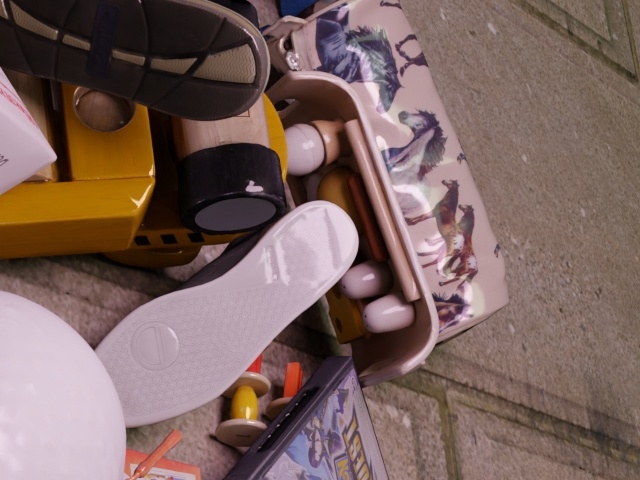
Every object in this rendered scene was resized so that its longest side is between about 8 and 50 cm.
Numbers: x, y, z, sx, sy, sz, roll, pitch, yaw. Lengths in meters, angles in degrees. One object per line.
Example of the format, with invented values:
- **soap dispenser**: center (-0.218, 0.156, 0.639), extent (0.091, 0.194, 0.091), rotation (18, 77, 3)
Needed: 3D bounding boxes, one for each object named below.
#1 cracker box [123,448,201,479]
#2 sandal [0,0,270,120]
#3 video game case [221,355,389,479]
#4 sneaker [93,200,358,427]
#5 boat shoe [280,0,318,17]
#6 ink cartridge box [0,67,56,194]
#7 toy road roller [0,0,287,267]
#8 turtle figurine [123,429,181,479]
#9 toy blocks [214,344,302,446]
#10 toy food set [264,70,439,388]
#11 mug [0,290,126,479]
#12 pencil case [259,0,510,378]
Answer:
- **cracker box**: center (-0.167, 0.290, 1.410), extent (0.156, 0.067, 0.232), rotation (23, 52, -45)
- **sandal**: center (-0.180, -0.180, 1.388), extent (0.303, 0.120, 0.086), rotation (25, 22, 5)
- **video game case**: center (0.005, 0.286, 1.616), extent (0.248, 0.035, 0.275), rotation (-45, 124, -54)
- **sneaker**: center (-0.101, 0.077, 1.573), extent (0.296, 0.147, 0.104), rotation (-37, 91, -16)
- **boat shoe**: center (0.059, -0.205, 1.992), extent (0.258, 0.109, 0.089), rotation (61, 30, -12)
- **ink cartridge box**: center (-0.314, -0.132, 1.271), extent (0.353, 0.119, 0.207), rotation (57, -1, 8)
- **toy road roller**: center (-0.192, -0.072, 1.523), extent (0.330, 0.240, 0.202), rotation (-3, 68, -16)
- **turtle figurine**: center (-0.258, 0.158, 1.327), extent (0.269, 0.087, 0.217), rotation (-32, 93, -24)
- **toy blocks**: center (-0.051, 0.136, 1.677), extent (0.123, 0.054, 0.148), rotation (32, 47, -40)
- **toy food set**: center (0.000, 0.000, 1.708), extent (0.092, 0.220, 0.306), rotation (-17, 84, -22)
- **mug**: center (-0.281, 0.221, 1.119), extent (0.328, 0.276, 0.374), rotation (-41, 133, -50)
- **pencil case**: center (0.070, -0.068, 1.857), extent (0.183, 0.160, 0.410), rotation (-23, 93, -36)
